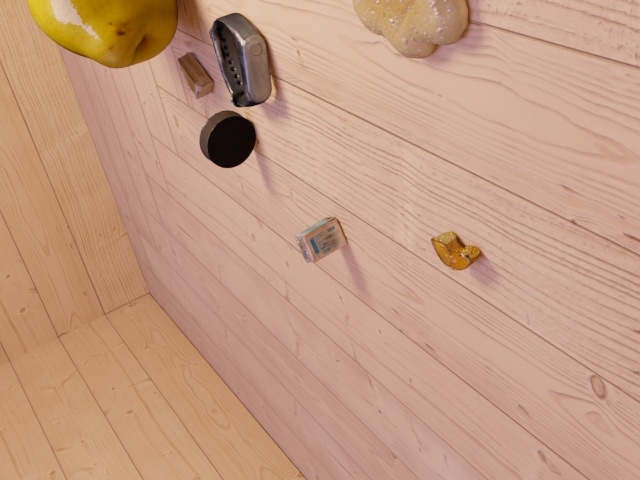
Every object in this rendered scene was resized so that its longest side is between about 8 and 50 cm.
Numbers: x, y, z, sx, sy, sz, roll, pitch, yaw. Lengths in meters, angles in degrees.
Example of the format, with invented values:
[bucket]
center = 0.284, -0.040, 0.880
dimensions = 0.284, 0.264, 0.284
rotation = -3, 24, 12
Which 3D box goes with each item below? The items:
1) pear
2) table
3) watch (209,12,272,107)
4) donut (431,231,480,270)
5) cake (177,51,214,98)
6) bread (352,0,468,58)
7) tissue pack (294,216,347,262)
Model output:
[pear]
center = -0.524, -0.606, 1.989
dimensions = 0.418, 0.362, 0.362
rotation = 51, 156, 15
[table]
center = -0.222, -0.242, 1.996
dimensions = 0.043, 0.133, 0.133
rotation = 38, 148, 46
[watch]
center = -0.172, -0.387, 1.811
dimensions = 0.193, 0.068, 0.206
rotation = 39, 145, 53
[donut]
center = 0.229, 0.015, 1.385
dimensions = 0.067, 0.038, 0.083
rotation = 66, 154, 0
[cake]
center = -0.324, -0.424, 2.133
dimensions = 0.121, 0.052, 0.065
rotation = 55, 160, 19
[bread]
center = 0.100, -0.403, 1.180
dimensions = 0.316, 0.054, 0.316
rotation = 47, 154, 32
[tissue pack]
center = 0.000, 0.000, 1.817
dimensions = 0.058, 0.094, 0.074
rotation = 8, 123, 64
